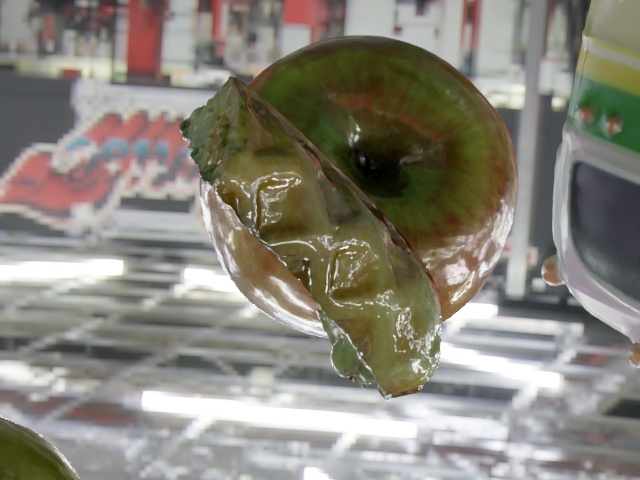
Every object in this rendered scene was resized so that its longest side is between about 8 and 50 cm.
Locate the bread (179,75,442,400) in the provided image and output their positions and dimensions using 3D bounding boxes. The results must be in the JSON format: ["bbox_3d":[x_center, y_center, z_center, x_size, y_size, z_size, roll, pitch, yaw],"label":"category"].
[{"bbox_3d":[0.000,0.000,1.021,0.088,0.232,0.128,-41,-148,-4],"label":"bread"}]

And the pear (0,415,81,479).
[{"bbox_3d":[-0.287,0.226,1.010,0.375,0.287,0.287,18,-173,-1],"label":"pear"}]

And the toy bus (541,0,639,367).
[{"bbox_3d":[0.232,-0.045,0.696,0.143,0.179,0.305,25,-158,36],"label":"toy bus"}]

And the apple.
[{"bbox_3d":[0.029,-0.036,1.393,0.264,0.264,0.264,4,-173,0],"label":"apple"}]
